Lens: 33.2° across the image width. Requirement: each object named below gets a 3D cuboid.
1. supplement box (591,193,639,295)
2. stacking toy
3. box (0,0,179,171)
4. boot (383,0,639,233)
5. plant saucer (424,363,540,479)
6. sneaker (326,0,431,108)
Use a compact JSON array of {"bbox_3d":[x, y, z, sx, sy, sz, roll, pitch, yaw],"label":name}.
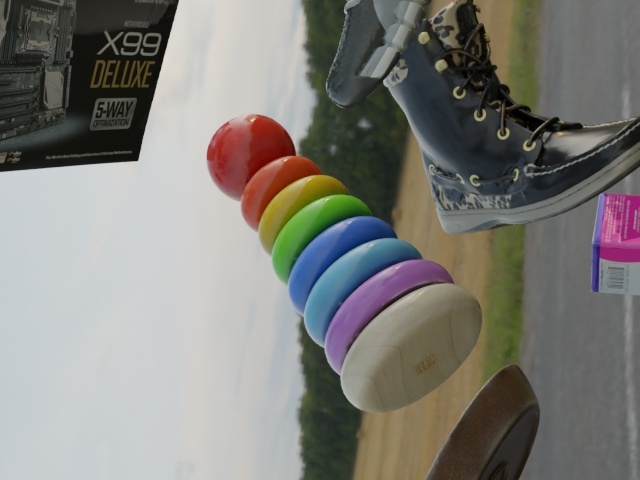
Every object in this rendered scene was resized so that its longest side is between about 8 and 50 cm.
[{"bbox_3d":[0.519,0.011,1.587,0.111,0.220,0.113,77,-155,-45],"label":"supplement box"},{"bbox_3d":[0.000,0.000,1.002,0.330,0.141,0.141,50,151,33],"label":"stacking toy"},{"bbox_3d":[-0.314,-0.203,1.217,0.307,0.077,0.242,-10,-54,-52],"label":"box"},{"bbox_3d":[0.223,-0.168,1.346,0.284,0.138,0.377,62,153,-7],"label":"boot"},{"bbox_3d":[0.106,0.165,0.730,0.168,0.029,0.168,-44,-30,-35],"label":"plant saucer"},{"bbox_3d":[0.026,-0.220,0.795,0.228,0.132,0.086,-63,12,-10],"label":"sneaker"}]
